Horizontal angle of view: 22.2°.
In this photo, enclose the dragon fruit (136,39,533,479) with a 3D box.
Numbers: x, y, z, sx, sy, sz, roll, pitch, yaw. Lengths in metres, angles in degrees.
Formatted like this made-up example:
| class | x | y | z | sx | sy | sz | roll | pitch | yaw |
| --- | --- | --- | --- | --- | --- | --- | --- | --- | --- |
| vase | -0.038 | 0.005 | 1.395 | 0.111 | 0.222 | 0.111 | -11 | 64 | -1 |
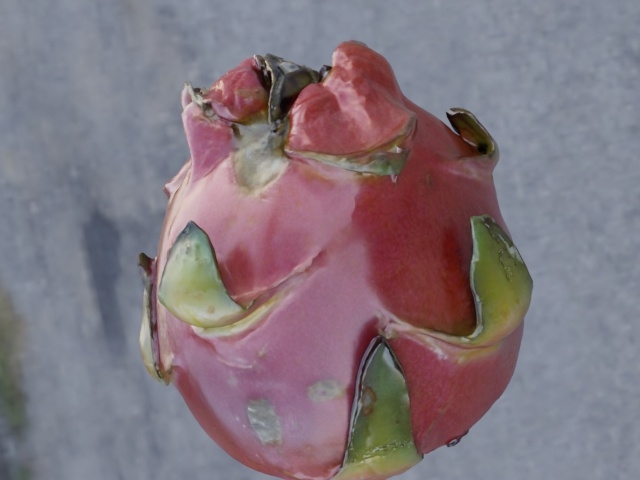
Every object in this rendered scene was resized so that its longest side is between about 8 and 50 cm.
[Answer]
| class | x | y | z | sx | sy | sz | roll | pitch | yaw |
| --- | --- | --- | --- | --- | --- | --- | --- | --- | --- |
| dragon fruit | 0.000 | 0.000 | 1.175 | 0.305 | 0.305 | 0.225 | 50 | 162 | 40 |
